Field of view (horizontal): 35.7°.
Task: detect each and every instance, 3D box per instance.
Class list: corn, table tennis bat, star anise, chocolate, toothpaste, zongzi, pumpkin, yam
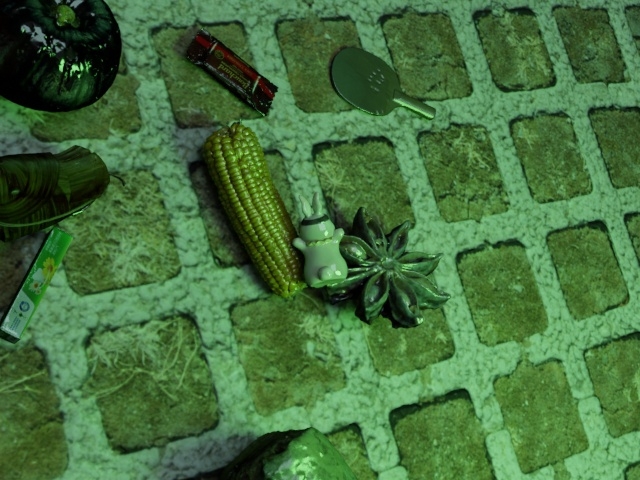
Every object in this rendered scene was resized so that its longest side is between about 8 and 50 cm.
[{"bbox_3d":[-0.104,-0.047,1.654,0.102,0.102,0.313,-22,86,-34],"label":"corn"},{"bbox_3d":[0.121,-0.289,1.919,0.234,0.022,0.131,23,62,-20],"label":"table tennis bat"},{"bbox_3d":[0.101,0.062,1.736,0.235,0.109,0.223,14,53,-21],"label":"star anise"},{"bbox_3d":[-0.155,-0.295,1.749,0.182,0.028,0.086,33,53,-19],"label":"chocolate"},{"bbox_3d":[-0.420,0.064,1.461,0.037,0.043,0.179,32,60,-21],"label":"toothpaste"},{"bbox_3d":[-0.382,-0.092,1.415,0.247,0.241,0.111,-25,87,-35],"label":"zongzi"},{"bbox_3d":[-0.416,-0.303,1.512,0.233,0.163,0.233,20,55,-30],"label":"pumpkin"},{"bbox_3d":[-0.013,0.424,1.500,0.195,0.195,0.300,-43,99,-34],"label":"yam"}]

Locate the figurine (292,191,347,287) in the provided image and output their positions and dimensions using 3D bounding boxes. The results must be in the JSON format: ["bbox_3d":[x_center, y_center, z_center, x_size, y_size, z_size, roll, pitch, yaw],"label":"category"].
[{"bbox_3d":[-0.010,0.003,1.629,0.081,0.098,0.146,-10,77,-19],"label":"figurine"}]
